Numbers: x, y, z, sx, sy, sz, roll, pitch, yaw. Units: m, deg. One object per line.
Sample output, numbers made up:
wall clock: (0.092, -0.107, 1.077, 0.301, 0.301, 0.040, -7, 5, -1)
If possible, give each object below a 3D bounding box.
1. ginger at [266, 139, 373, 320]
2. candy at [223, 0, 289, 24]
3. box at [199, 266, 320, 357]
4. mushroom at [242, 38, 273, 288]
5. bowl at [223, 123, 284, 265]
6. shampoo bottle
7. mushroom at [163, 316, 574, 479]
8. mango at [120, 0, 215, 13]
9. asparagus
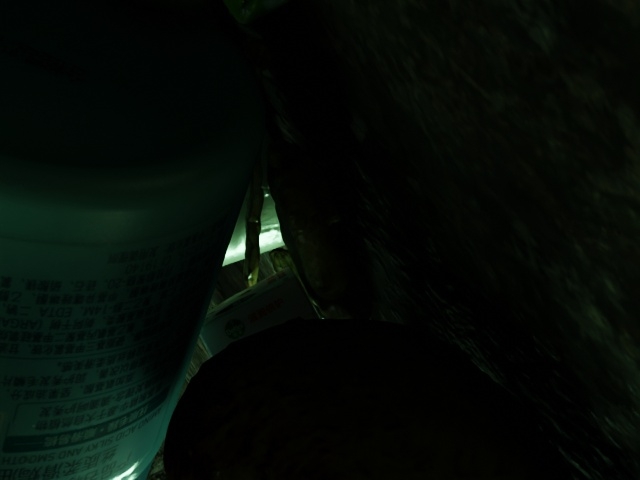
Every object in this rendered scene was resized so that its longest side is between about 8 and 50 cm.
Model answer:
ginger: (0.000, 0.000, 1.002, 0.193, 0.052, 0.176, -127, 18, -77)
candy: (-0.068, -0.221, 0.709, 0.194, 0.062, 0.097, 56, 165, 4)
box: (-0.050, 0.063, 1.042, 0.043, 0.089, 0.125, 62, 176, -4)
mushroom: (-0.051, -0.043, 1.011, 0.026, 0.028, 0.286, 25, 141, 18)
bowl: (-0.127, -0.071, 1.129, 0.238, 0.126, 0.238, 52, 164, 22)
shampoo bottle: (-0.236, 0.002, 0.912, 0.331, 0.331, 0.343, 48, 132, 33)
mushroom: (0.018, 0.231, 0.895, 0.334, 0.356, 0.331, 30, -164, -28)
mango: (-0.159, -0.247, 0.869, 0.267, 0.111, 0.133, 47, 152, 19)
asparagus: (0.000, 0.050, 1.157, 0.165, 0.030, 0.036, 43, 170, 45)
